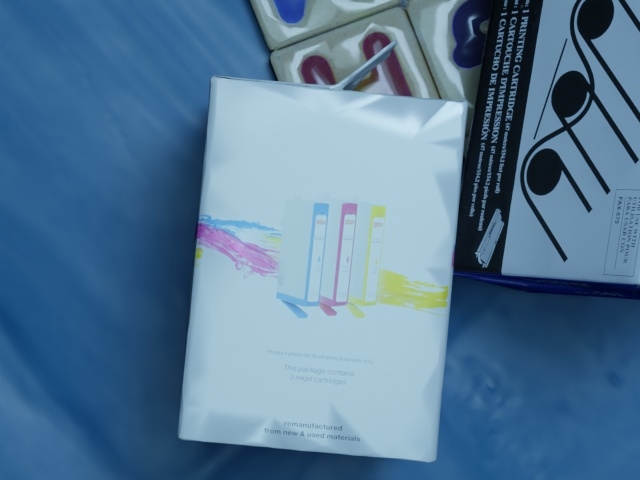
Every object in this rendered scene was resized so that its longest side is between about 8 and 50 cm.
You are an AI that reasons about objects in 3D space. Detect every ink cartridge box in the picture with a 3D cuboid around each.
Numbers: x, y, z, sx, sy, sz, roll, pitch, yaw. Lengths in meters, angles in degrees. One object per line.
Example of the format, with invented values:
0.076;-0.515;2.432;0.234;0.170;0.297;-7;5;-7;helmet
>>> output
0.109;-0.084;0.670;0.046;0.097;0.207;14;83;-38;ink cartridge box
0.000;0.000;0.662;0.090;0.092;0.143;5;90;-3;ink cartridge box

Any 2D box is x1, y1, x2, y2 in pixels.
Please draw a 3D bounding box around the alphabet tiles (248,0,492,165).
0.091;-0.176;0.733;0.285;0.011;0.342;-21;88;-7;alphabet tiles
